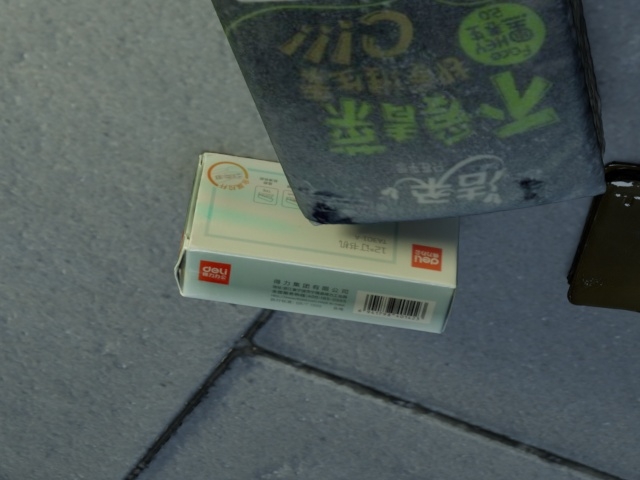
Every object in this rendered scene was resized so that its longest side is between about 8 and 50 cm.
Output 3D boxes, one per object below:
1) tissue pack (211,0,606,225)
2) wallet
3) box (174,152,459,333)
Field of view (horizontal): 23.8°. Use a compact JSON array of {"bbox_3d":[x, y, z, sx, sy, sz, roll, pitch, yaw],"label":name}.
[{"bbox_3d":[0.070,-0.179,1.249,0.287,0.124,0.394,-4,140,16],"label":"tissue pack"},{"bbox_3d":[0.314,0.001,1.507,0.110,0.031,0.198,8,141,0],"label":"wallet"},{"bbox_3d":[0.000,0.000,1.474,0.269,0.135,0.079,8,138,-3],"label":"box"}]
